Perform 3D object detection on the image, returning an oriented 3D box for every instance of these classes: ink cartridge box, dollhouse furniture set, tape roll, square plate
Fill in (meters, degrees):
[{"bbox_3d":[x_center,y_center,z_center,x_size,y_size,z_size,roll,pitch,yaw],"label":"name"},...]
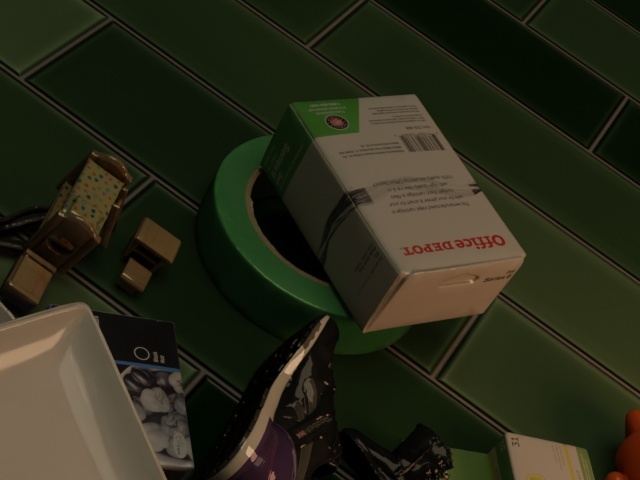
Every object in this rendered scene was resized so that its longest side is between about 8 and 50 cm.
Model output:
[{"bbox_3d":[0.087,-0.039,1.837,0.211,0.121,0.289,-7,53,-36],"label":"ink cartridge box"},{"bbox_3d":[-0.248,0.019,1.688,0.161,0.101,0.182,36,46,-18],"label":"dollhouse furniture set"},{"bbox_3d":[0.223,0.309,1.738,0.235,0.056,0.171,14,43,-21],"label":"ink cartridge box"},{"bbox_3d":[-0.251,0.165,1.602,0.208,0.045,0.206,8,46,-23],"label":"ink cartridge box"},{"bbox_3d":[0.000,0.000,1.899,0.321,0.077,0.321,18,42,-16],"label":"tape roll"},{"bbox_3d":[-0.301,0.254,1.410,0.344,0.049,0.347,-15,76,-45],"label":"square plate"}]

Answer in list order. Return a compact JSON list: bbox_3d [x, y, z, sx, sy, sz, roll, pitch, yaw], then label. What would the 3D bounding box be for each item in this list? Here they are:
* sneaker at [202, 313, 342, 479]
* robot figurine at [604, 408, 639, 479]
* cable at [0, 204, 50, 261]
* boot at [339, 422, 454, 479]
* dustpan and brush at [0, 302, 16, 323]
[{"bbox_3d":[-0.027,0.208,1.672,0.124,0.107,0.283,42,43,-10],"label":"sneaker"},{"bbox_3d":[0.445,0.308,1.819,0.158,0.128,0.219,10,43,-32],"label":"robot figurine"},{"bbox_3d":[-0.408,-0.018,1.670,0.287,0.072,0.140,13,49,-21],"label":"cable"},{"bbox_3d":[0.091,0.247,1.710,0.099,0.045,0.121,-34,76,-31],"label":"boot"},{"bbox_3d":[-0.414,0.051,1.546,0.211,0.060,0.147,37,24,11],"label":"dustpan and brush"}]
